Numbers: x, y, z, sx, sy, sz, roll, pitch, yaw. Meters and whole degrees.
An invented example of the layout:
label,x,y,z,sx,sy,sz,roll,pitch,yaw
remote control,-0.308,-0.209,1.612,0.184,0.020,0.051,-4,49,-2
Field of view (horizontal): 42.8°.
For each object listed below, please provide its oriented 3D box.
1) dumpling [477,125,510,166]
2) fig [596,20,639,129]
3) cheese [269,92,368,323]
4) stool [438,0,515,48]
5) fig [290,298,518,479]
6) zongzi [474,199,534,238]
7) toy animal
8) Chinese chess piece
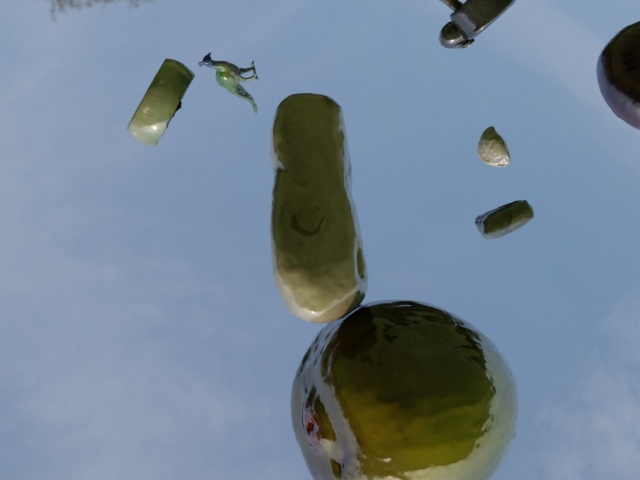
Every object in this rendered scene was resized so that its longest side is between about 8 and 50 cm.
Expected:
label,x,y,z,sx,sy,sz,roll,pitch,yaw
dumpling,0.334,-0.177,1.587,0.077,0.059,0.043,55,-148,-15
fig,0.663,-0.318,1.611,0.235,0.214,0.234,3,-101,-15
cheese,0.000,0.000,1.250,0.130,0.328,0.350,-6,-118,2
stool,0.366,-0.570,1.997,0.139,0.228,0.153,48,-160,-5
fig,0.135,0.244,1.191,0.344,0.343,0.343,2,-125,-2
zongzi,0.326,-0.035,1.419,0.104,0.113,0.052,-24,-88,7
toy animal,-0.139,-0.291,1.504,0.075,0.217,0.041,-19,-111,18
Chinese chess piece,-0.252,-0.218,1.298,0.059,0.144,0.144,30,-125,-13
